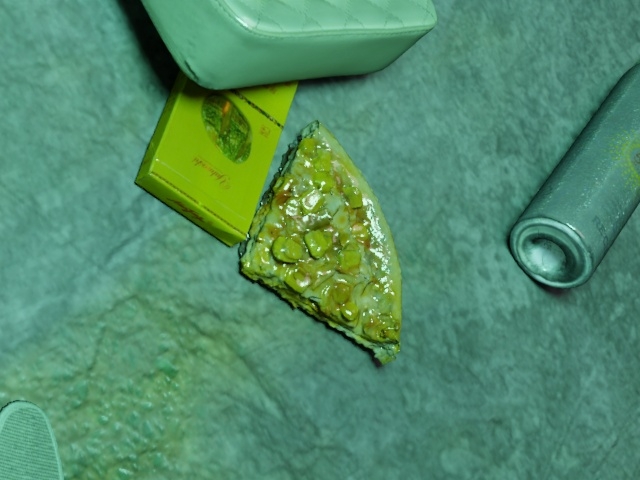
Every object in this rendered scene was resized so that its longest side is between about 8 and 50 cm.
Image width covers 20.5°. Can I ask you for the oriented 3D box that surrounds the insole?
[{"bbox_3d":[-0.161,0.199,0.968,0.080,0.003,0.232,25,55,-56],"label":"insole"}]

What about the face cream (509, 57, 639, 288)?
[{"bbox_3d":[0.246,-0.071,1.460,0.073,0.073,0.283,51,48,-13],"label":"face cream"}]

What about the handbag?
[{"bbox_3d":[-0.044,-0.217,1.254,0.256,0.079,0.219,-14,69,-51],"label":"handbag"}]

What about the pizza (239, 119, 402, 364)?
[{"bbox_3d":[0.000,0.000,1.244,0.131,0.041,0.178,1,73,-39],"label":"pizza"}]

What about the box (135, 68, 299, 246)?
[{"bbox_3d":[-0.067,-0.081,1.230,0.087,0.023,0.155,37,53,-28],"label":"box"}]
